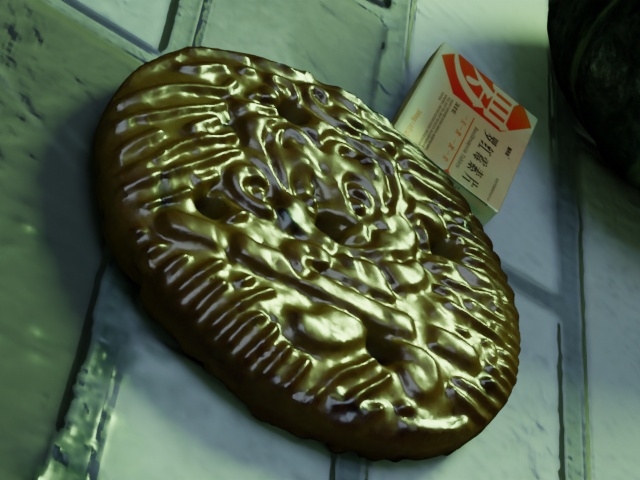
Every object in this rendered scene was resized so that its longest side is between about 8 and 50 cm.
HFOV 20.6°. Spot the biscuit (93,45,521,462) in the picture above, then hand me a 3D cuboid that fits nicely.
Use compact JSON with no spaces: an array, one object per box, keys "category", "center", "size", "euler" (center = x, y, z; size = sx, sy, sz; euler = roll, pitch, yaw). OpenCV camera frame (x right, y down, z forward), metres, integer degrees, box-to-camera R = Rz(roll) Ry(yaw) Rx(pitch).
[{"category":"biscuit","center":[0.001,-0.001,0.654],"size":[0.188,0.027,0.187],"euler":[27,36,-22]}]

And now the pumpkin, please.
[{"category":"pumpkin","center":[0.209,-0.091,0.847],"size":[0.212,0.152,0.211],"euler":[16,35,-12]}]

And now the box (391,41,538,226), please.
[{"category":"box","center":[0.062,-0.047,0.776],"size":[0.058,0.015,0.093],"euler":[38,35,-5]}]
